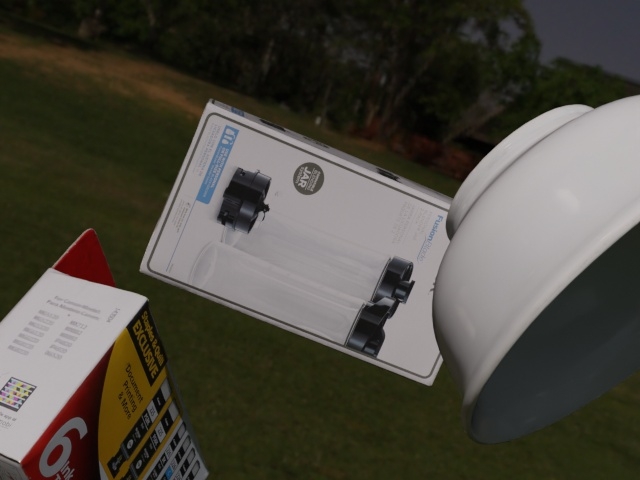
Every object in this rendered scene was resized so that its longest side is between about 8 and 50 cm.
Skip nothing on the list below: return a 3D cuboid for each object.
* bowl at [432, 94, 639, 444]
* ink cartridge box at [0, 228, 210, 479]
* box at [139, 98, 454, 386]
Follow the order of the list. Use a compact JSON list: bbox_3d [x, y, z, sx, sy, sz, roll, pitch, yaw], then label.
[{"bbox_3d":[0.184,-0.001,0.737,0.298,0.298,0.134,12,36,-54],"label":"bowl"},{"bbox_3d":[-0.229,0.190,1.089,0.130,0.272,0.309,15,-40,23],"label":"ink cartridge box"},{"bbox_3d":[0.000,0.000,0.968,0.290,0.169,0.087,23,6,-9],"label":"box"}]
